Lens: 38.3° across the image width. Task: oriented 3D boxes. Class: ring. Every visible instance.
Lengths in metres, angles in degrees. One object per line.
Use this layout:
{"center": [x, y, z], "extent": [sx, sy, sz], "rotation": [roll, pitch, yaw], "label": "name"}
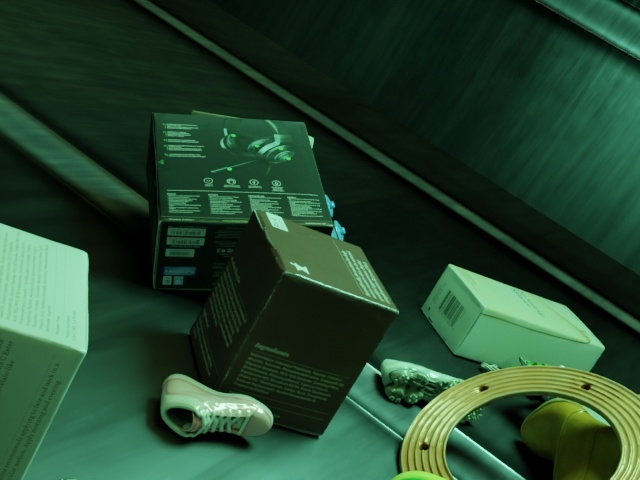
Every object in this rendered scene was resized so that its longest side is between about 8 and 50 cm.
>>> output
{"center": [0.269, 0.272, 1.174], "extent": [0.336, 0.032, 0.336], "rotation": [-9, 28, 5], "label": "ring"}

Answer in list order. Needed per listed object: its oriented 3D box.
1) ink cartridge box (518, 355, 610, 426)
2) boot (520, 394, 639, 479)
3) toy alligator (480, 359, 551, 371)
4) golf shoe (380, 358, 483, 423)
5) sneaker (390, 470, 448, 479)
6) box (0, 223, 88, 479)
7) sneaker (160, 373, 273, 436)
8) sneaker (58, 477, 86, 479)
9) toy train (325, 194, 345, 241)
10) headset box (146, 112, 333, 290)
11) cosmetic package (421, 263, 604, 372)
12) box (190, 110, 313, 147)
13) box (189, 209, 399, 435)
{"center": [0.436, 0.286, 1.497], "extent": [0.224, 0.045, 0.223], "rotation": [44, -3, 37], "label": "ink cartridge box"}
{"center": [0.346, 0.324, 1.283], "extent": [0.104, 0.295, 0.211], "rotation": [44, 57, -8], "label": "boot"}
{"center": [0.378, 0.237, 1.643], "extent": [0.190, 0.051, 0.056], "rotation": [24, -7, -9], "label": "toy alligator"}
{"center": [0.170, 0.218, 1.397], "extent": [0.176, 0.069, 0.086], "rotation": [24, 13, -20], "label": "golf shoe"}
{"center": [0.181, 0.333, 0.969], "extent": [0.295, 0.109, 0.123], "rotation": [5, 21, 34], "label": "sneaker"}
{"center": [-0.295, 0.103, 0.816], "extent": [0.119, 0.181, 0.182], "rotation": [22, 20, -23], "label": "box"}
{"center": [-0.119, 0.201, 1.033], "extent": [0.134, 0.051, 0.070], "rotation": [23, 21, -9], "label": "sneaker"}
{"center": [-0.176, 0.257, 0.729], "extent": [0.275, 0.107, 0.110], "rotation": [10, 36, -45], "label": "sneaker"}
{"center": [0.000, 0.000, 1.568], "extent": [0.105, 0.080, 0.184], "rotation": [-55, 128, -76], "label": "toy train"}
{"center": [-0.132, -0.067, 1.380], "extent": [0.246, 0.131, 0.283], "rotation": [1, 41, -15], "label": "headset box"}
{"center": [0.364, 0.167, 1.743], "extent": [0.309, 0.113, 0.160], "rotation": [18, 22, -29], "label": "cosmetic package"}
{"center": [-0.143, -0.167, 1.720], "extent": [0.094, 0.113, 0.275], "rotation": [14, 3, -43], "label": "box"}
{"center": [-0.041, 0.104, 1.160], "extent": [0.167, 0.203, 0.168], "rotation": [21, 21, -25], "label": "box"}
